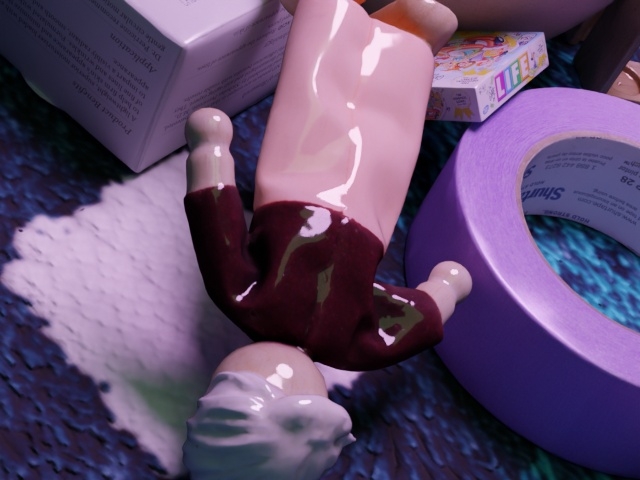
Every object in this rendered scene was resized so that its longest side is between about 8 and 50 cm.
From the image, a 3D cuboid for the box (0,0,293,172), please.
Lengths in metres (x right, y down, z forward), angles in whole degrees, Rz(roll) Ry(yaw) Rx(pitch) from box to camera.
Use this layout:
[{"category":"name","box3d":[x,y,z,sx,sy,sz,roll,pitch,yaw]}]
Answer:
[{"category":"box","box3d":[-0.115,-0.171,1.113,0.181,0.119,0.182,41,43,13]}]

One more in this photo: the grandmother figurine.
[{"category":"grandmother figurine","box3d":[0.000,0.000,0.977,0.208,0.104,0.342,24,61,-14]}]

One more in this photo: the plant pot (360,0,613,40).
[{"category":"plant pot","box3d":[0.116,-0.250,1.257,0.284,0.191,0.284,15,46,-15]}]

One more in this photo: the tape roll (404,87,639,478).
[{"category":"tape roll","box3d":[0.199,0.023,1.118,0.275,0.090,0.275,14,45,-14]}]

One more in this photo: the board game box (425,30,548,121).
[{"category":"board game box","box3d":[0.069,-0.118,1.163,0.154,0.026,0.103,6,30,34]}]

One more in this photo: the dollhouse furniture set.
[{"category":"dollhouse furniture set","box3d":[0.295,-0.190,1.344,0.151,0.123,0.144,8,47,-22]}]
